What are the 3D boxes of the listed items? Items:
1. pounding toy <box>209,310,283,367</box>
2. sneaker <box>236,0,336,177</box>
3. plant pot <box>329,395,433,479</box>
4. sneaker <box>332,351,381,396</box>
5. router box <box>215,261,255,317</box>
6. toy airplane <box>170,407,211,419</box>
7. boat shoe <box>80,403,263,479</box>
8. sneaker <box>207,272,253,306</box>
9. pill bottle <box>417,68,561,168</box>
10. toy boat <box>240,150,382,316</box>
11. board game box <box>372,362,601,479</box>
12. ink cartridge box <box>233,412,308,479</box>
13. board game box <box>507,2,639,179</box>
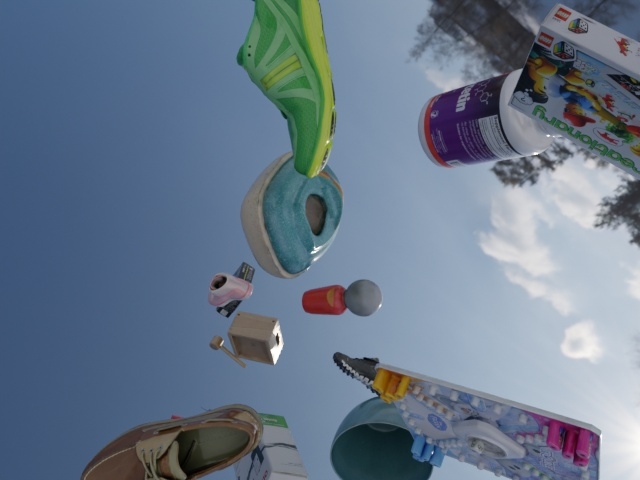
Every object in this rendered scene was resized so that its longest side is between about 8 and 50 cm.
[{"bbox_3d":[-0.221,0.295,1.631,0.206,0.181,0.094,9,-134,16],"label":"pounding toy"},{"bbox_3d":[-0.047,-0.229,0.750,0.109,0.124,0.295,-36,-65,-85],"label":"sneaker"},{"bbox_3d":[0.184,0.578,1.621,0.290,0.290,0.195,37,-154,-9],"label":"plant pot"},{"bbox_3d":[0.148,0.433,1.874,0.234,0.078,0.106,37,-110,-10],"label":"sneaker"},{"bbox_3d":[-0.206,0.119,1.336,0.038,0.092,0.122,34,-159,-14],"label":"router box"},{"bbox_3d":[-0.239,0.410,1.110,0.151,0.151,0.028,50,-163,9],"label":"toy airplane"},{"bbox_3d":[-0.261,0.375,0.967,0.324,0.120,0.122,-20,-95,-8],"label":"boat shoe"},{"bbox_3d":[-0.198,0.094,1.079,0.070,0.134,0.050,29,-119,-35],"label":"sneaker"},{"bbox_3d":[0.384,-0.265,1.202,0.182,0.323,0.181,2,-93,-38],"label":"pill bottle"},{"bbox_3d":[0.000,0.000,0.943,0.267,0.148,0.318,-58,-46,-51],"label":"toy boat"},{"bbox_3d":[0.319,0.397,1.055,0.050,0.390,0.389,-59,-38,-29],"label":"board game box"},{"bbox_3d":[-0.115,0.504,1.200,0.087,0.153,0.208,17,-170,-22],"label":"ink cartridge box"},{"bbox_3d":[0.435,-0.191,0.788,0.305,0.193,0.053,36,-103,16],"label":"board game box"}]
